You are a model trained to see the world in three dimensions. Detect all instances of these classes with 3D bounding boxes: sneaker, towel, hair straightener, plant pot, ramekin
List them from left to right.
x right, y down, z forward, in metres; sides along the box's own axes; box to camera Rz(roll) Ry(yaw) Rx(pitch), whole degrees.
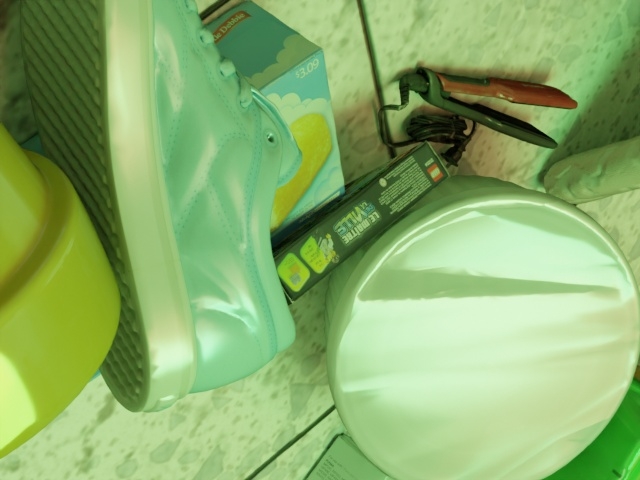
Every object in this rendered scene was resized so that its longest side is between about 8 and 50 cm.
[{"bbox_3d":[-0.269,-0.017,1.076,0.254,0.254,0.239,-35,126,-24],"label":"plant pot"},{"bbox_3d":[-0.094,-0.082,1.217,0.150,0.135,0.366,-14,104,-32],"label":"sneaker"},{"bbox_3d":[0.126,0.068,1.605,0.272,0.127,0.273,-5,112,-11],"label":"ramekin"},{"bbox_3d":[0.128,-0.096,1.615,0.230,0.047,0.089,1,119,-49],"label":"hair straightener"},{"bbox_3d":[0.422,-0.109,1.754,0.317,0.332,0.053,-16,89,-44],"label":"towel"}]

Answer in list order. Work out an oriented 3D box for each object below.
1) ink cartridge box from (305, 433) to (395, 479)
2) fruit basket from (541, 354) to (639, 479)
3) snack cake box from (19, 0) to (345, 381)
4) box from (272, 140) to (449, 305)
[{"bbox_3d":[0.018,0.285,1.791,0.175,0.072,0.127,-54,144,1],"label":"ink cartridge box"},{"bbox_3d":[0.233,0.214,1.771,0.165,0.353,0.327,29,97,-16],"label":"fruit basket"},{"bbox_3d":[-0.113,-0.035,1.355,0.264,0.089,0.152,-36,142,-23],"label":"snack cake box"},{"bbox_3d":[0.000,0.000,1.470,0.207,0.036,0.114,-38,-173,-41],"label":"box"}]
